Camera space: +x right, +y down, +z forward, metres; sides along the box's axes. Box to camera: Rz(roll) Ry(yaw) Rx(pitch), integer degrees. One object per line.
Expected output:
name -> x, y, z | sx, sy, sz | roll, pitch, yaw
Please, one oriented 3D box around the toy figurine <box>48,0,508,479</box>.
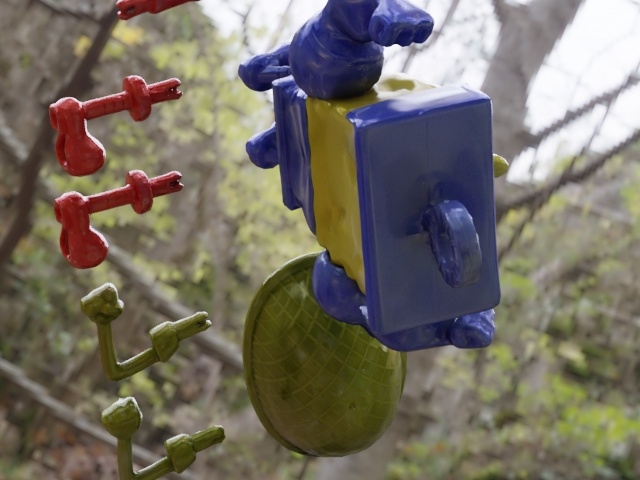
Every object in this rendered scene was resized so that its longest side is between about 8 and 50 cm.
toy figurine -> 0.000, 0.000, 0.889 | 0.217, 0.191, 0.362 | 36, -44, 54
